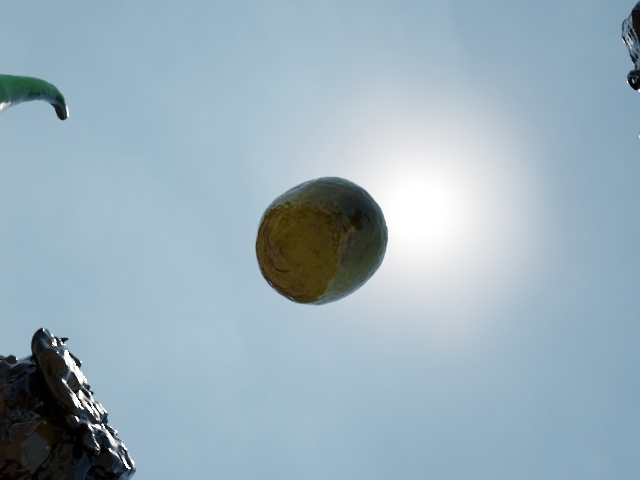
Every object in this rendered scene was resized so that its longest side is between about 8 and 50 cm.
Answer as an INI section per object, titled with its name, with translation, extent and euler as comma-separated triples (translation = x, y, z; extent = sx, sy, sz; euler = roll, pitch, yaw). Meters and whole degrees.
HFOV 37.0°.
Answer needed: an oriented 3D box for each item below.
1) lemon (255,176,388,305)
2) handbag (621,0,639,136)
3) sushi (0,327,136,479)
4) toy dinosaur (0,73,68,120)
[lemon]
translation = 0.000, 0.000, 1.271
extent = 0.170, 0.207, 0.170
euler = 16, -62, 32
[handbag]
translation = 0.428, -0.178, 1.185
extent = 0.088, 0.175, 0.271
euler = -9, -101, 4
[sushi]
translation = -0.317, 0.196, 0.955
extent = 0.213, 0.204, 0.200
euler = 52, -16, 30
[toy dinosaur]
translation = -0.354, 0.013, 0.832
extent = 0.143, 0.500, 0.375
euler = 9, -89, 16
